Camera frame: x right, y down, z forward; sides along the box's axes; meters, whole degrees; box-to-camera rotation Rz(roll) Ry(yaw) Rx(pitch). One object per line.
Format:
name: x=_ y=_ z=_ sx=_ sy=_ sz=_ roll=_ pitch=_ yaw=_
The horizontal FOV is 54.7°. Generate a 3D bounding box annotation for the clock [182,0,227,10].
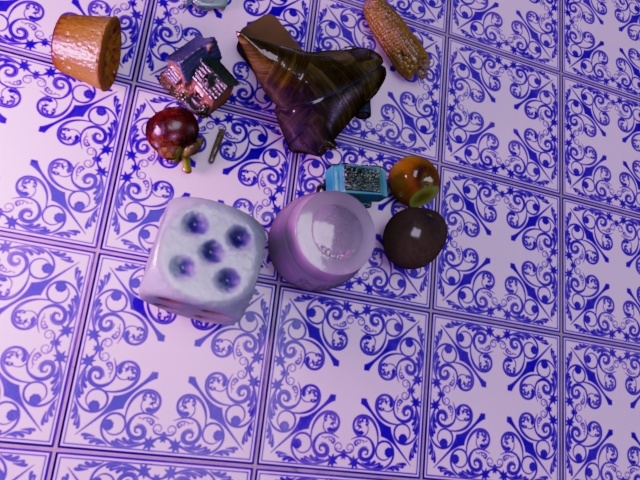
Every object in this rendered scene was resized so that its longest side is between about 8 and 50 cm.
clock: x=-0.358 y=-0.748 z=1.886 sx=0.135 sy=0.041 sz=0.101 roll=-13 pitch=82 yaw=-22

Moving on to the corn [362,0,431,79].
corn: x=0.254 y=-0.672 z=2.059 sx=0.119 sy=0.119 sz=0.322 roll=-32 pitch=90 yaw=-24

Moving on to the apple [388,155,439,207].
apple: x=0.293 y=-0.185 z=1.933 sx=0.146 sy=0.147 sz=0.163 roll=-29 pitch=90 yaw=-23

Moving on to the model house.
model house: x=-0.338 y=-0.473 z=1.755 sx=0.183 sy=0.172 sz=0.166 roll=48 pitch=65 yaw=-5

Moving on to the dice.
dice: x=-0.303 y=0.056 z=1.585 sx=0.262 sy=0.268 sz=0.264 roll=18 pitch=72 yaw=-14

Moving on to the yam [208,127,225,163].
yam: x=-0.302 y=-0.276 z=1.801 sx=0.021 sy=0.021 sz=0.116 roll=22 pitch=69 yaw=-14

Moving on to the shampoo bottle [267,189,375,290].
shampoo bottle: x=0.000 y=0.000 z=1.713 sx=0.273 sy=0.266 sz=0.273 roll=5 pitch=75 yaw=-21

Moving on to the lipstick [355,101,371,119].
lipstick: x=0.134 y=-0.510 z=2.011 sx=0.053 sy=0.053 sz=0.234 roll=6 pitch=71 yaw=-19

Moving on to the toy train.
toy train: x=0.097 y=-0.161 z=1.846 sx=0.203 sy=0.163 sz=0.112 roll=-1 pitch=79 yaw=-21

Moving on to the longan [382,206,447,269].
longan: x=0.281 y=-0.009 z=1.863 sx=0.212 sy=0.198 sz=0.198 roll=-38 pitch=92 yaw=-36

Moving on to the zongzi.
zongzi: x=-0.013 y=-0.520 z=1.783 sx=0.403 sy=0.208 sz=0.432 roll=-50 pitch=128 yaw=-21

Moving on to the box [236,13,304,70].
box: x=-0.151 y=-0.571 z=1.893 sx=0.144 sy=0.090 sz=0.201 roll=-42 pitch=94 yaw=-24

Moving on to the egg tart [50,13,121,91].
egg tart: x=-0.626 y=-0.511 z=1.651 sx=0.147 sy=0.202 sz=0.202 roll=11 pitch=73 yaw=-9

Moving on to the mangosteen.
mangosteen: x=-0.391 y=-0.281 z=1.700 sx=0.156 sy=0.146 sz=0.181 roll=-29 pitch=89 yaw=-27
